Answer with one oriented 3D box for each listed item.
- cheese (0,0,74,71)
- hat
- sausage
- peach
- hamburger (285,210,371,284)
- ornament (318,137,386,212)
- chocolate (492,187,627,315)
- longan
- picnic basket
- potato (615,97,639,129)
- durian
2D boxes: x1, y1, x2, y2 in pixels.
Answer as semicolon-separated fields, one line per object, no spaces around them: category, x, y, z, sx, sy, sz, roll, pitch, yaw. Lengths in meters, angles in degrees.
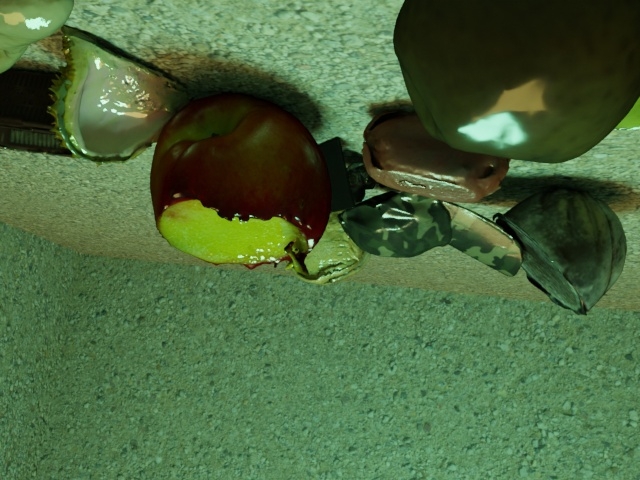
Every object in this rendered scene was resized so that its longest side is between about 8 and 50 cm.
cheese;-0.508;-0.329;1.175;0.351;0.129;0.328;10;166;4
hat;0.252;0.002;1.809;0.381;0.257;0.366;47;179;0
sausage;0.213;-0.155;1.451;0.280;0.152;0.152;11;169;4
peach;-0.149;-0.117;1.520;0.335;0.309;0.406;-1;159;24
hamburger;0.000;0.000;2.141;0.286;0.243;0.146;22;174;16
ornament;0.088;-0.151;1.759;0.196;0.153;0.166;-12;-178;-32
chocolate;0.558;-0.006;1.752;0.303;0.213;0.303;51;179;1
longan;0.221;-0.219;0.867;0.289;0.288;0.350;9;180;-3
picnic basket;-0.564;-0.255;1.581;0.297;0.129;0.222;8;170;8
potato;0.483;-0.217;1.188;0.120;0.054;0.198;5;173;14
durian;-0.397;-0.234;1.425;0.186;0.195;0.305;10;173;28
